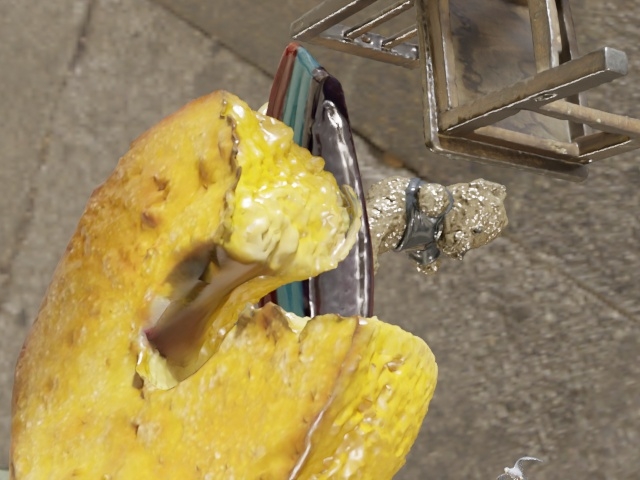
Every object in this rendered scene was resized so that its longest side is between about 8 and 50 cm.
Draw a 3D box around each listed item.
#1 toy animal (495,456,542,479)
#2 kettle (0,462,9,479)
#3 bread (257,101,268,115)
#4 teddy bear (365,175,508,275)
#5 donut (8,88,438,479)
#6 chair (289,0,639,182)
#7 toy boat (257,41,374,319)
[{"bbox_3d":[0.279,0.338,1.987,0.084,0.050,0.028,-42,68,12],"label":"toy animal"},{"bbox_3d":[-0.297,0.464,1.393,0.250,0.361,0.376,-29,31,49],"label":"kettle"},{"bbox_3d":[-0.013,-0.113,2.075,0.134,0.081,0.225,-15,87,33],"label":"bread"},{"bbox_3d":[0.109,-0.020,1.725,0.182,0.251,0.129,115,137,-72],"label":"teddy bear"},{"bbox_3d":[-0.096,0.108,1.188,0.378,0.163,0.435,-40,43,18],"label":"donut"},{"bbox_3d":[0.165,-0.167,1.306,0.416,0.203,0.240,-28,62,49],"label":"chair"},{"bbox_3d":[0.000,0.000,1.390,0.079,0.136,0.392,29,126,59],"label":"toy boat"}]
